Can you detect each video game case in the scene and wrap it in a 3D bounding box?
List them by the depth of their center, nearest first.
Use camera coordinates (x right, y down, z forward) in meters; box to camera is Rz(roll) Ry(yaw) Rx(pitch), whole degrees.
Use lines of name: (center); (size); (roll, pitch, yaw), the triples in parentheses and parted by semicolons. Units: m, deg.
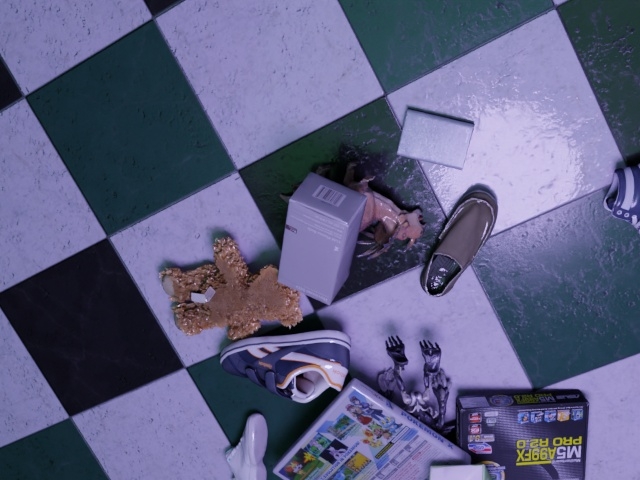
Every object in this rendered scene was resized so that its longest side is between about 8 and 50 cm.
video game case: (0.102, 0.477, 1.691); (0.300, 0.036, 0.329); (35, 121, -5)

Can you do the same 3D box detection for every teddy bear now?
teddy bear: (-0.195, 0.115, 1.725); (0.338, 0.113, 0.245); (-26, 95, 26)

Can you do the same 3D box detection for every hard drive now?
hard drive: (0.227, -0.200, 1.565); (0.135, 0.022, 0.094); (14, 110, 7)

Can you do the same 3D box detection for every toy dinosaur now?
toy dinosaur: (0.050, -0.046, 1.605); (0.296, 0.127, 0.200); (-5, 115, 20)

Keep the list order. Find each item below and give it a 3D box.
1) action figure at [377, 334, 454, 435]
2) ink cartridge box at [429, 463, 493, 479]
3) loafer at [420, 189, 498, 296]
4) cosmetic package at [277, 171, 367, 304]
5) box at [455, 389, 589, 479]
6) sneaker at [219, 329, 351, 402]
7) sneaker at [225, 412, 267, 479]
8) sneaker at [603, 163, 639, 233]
action figure: (0.203, 0.325, 1.681); (0.164, 0.141, 0.275); (-1, 124, 5)
ink cartridge box: (0.326, 0.630, 1.608); (0.119, 0.207, 0.353); (-11, 134, 23)
loafer: (0.279, 0.017, 1.589); (0.094, 0.087, 0.251); (25, 111, 3)
cosmetic package: (0.000, 0.000, 1.523); (0.127, 0.107, 0.238); (23, 135, 13)
box: (0.423, 0.431, 1.676); (0.270, 0.060, 0.216); (-3, 107, -1)
sneaker: (-0.087, 0.276, 1.691); (0.321, 0.127, 0.126); (-13, 147, 30)
sneaker: (-0.179, 0.495, 1.853); (0.094, 0.080, 0.212); (11, 111, 21)
sneaker: (0.626, -0.016, 1.497); (0.153, 0.099, 0.282); (-9, 99, 10)
